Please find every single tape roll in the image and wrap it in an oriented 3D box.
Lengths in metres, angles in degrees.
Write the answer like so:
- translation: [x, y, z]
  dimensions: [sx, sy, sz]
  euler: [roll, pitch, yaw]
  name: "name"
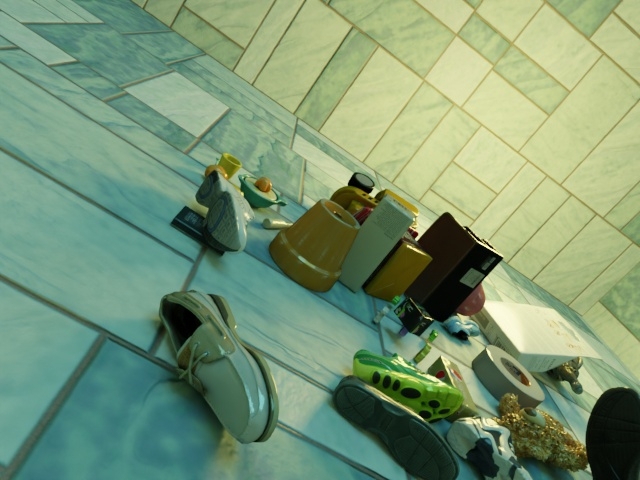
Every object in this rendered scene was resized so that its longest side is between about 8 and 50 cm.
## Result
- translation: [0.573, 0.424, 1.550]
  dimensions: [0.219, 0.072, 0.219]
  euler: [32, 19, -13]
  name: "tape roll"

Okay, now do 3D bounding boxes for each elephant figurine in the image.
- translation: [0.941, 0.483, 1.983]
  dimensions: [0.186, 0.169, 0.239]
  euler: [-24, 62, -24]
  name: "elephant figurine"

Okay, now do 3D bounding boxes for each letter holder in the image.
- translation: [0.416, 0.084, 1.709]
  dimensions: [0.152, 0.301, 0.214]
  euler: [24, 22, -34]
  name: "letter holder"

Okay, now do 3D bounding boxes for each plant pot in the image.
- translation: [0.000, 0.000, 1.342]
  dimensions: [0.205, 0.187, 0.205]
  euler: [33, 19, -13]
  name: "plant pot"
- translation: [0.510, 0.182, 1.852]
  dimensions: [0.180, 0.201, 0.201]
  euler: [42, 12, -39]
  name: "plant pot"

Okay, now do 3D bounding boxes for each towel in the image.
- translation: [0.178, -0.015, 1.704]
  dimensions: [0.275, 0.199, 0.031]
  euler: [21, 45, -38]
  name: "towel"

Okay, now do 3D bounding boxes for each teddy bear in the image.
- translation: [0.588, 0.504, 1.332]
  dimensions: [0.338, 0.113, 0.245]
  euler: [30, 18, -22]
  name: "teddy bear"

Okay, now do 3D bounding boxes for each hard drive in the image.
- translation: [-0.270, -0.024, 1.172]
  dimensions: [0.135, 0.022, 0.094]
  euler: [33, 19, -11]
  name: "hard drive"

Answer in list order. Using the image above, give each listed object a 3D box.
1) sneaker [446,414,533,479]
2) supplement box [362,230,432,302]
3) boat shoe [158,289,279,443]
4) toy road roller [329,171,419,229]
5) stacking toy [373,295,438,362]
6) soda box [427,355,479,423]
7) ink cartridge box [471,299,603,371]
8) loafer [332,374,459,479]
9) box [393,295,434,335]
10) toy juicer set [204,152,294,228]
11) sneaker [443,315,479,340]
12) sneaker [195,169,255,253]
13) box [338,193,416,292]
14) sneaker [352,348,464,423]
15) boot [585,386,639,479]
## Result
- translation: [0.397, 0.470, 1.091]
  dimensions: [0.235, 0.094, 0.153]
  euler: [37, 24, 33]
  name: "sneaker"
- translation: [0.203, 0.051, 1.579]
  dimensions: [0.129, 0.191, 0.194]
  euler: [23, 23, -38]
  name: "supplement box"
- translation: [-0.166, 0.181, 0.760]
  dimensions: [0.103, 0.113, 0.302]
  euler: [19, 15, -39]
  name: "boat shoe"
- translation: [0.176, -0.067, 1.820]
  dimensions: [0.330, 0.202, 0.240]
  euler: [31, 31, -4]
  name: "toy road roller"
- translation: [0.245, 0.244, 1.431]
  dimensions: [0.167, 0.052, 0.221]
  euler: [43, 18, 11]
  name: "stacking toy"
- translation: [0.324, 0.371, 1.252]
  dimensions: [0.061, 0.058, 0.181]
  euler: [32, 19, -16]
  name: "soda box"
- translation: [0.804, 0.361, 1.911]
  dimensions: [0.386, 0.091, 0.308]
  euler: [9, 28, -20]
  name: "ink cartridge box"
- translation: [0.147, 0.343, 0.955]
  dimensions: [0.268, 0.096, 0.084]
  euler: [37, 13, 6]
  name: "loafer"
- translation: [0.248, 0.201, 1.346]
  dimensions: [0.052, 0.062, 0.083]
  euler: [25, 22, -43]
  name: "box"
- translation: [-0.190, -0.140, 1.487]
  dimensions: [0.329, 0.089, 0.209]
  euler: [38, 19, 1]
  name: "toy juicer set"
- translation: [0.479, 0.309, 1.702]
  dimensions: [0.162, 0.063, 0.073]
  euler: [18, 44, -34]
  name: "sneaker"
- translation: [-0.204, -0.062, 1.189]
  dimensions: [0.129, 0.111, 0.297]
  euler: [32, 19, -33]
  name: "sneaker"
- translation: [0.146, 0.007, 1.450]
  dimensions: [0.113, 0.275, 0.094]
  euler: [39, 19, 2]
  name: "box"
- translation: [0.194, 0.304, 1.098]
  dimensions: [0.296, 0.109, 0.123]
  euler: [28, 25, -25]
  name: "sneaker"
- translation: [0.790, 0.582, 1.259]
  dimensions: [0.284, 0.138, 0.376]
  euler: [30, 59, -34]
  name: "boot"
